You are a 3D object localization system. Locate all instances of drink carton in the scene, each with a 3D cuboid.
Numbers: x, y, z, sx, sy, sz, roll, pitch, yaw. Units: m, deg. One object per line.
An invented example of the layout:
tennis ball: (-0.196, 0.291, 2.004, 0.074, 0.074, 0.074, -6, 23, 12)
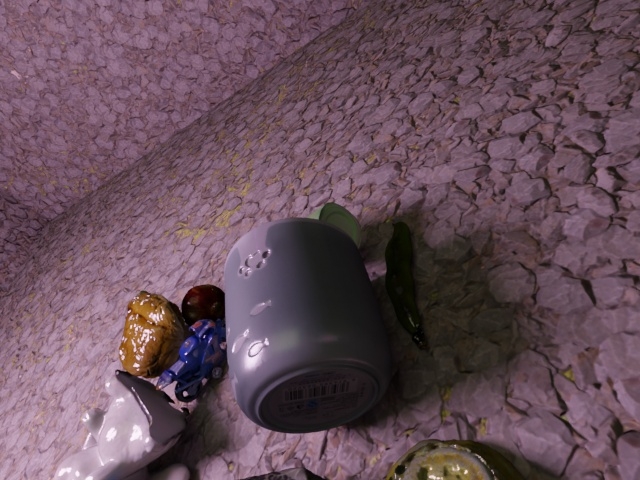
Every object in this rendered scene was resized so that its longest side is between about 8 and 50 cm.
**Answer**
drink carton: (0.000, 0.000, 0.850, 0.142, 0.146, 0.144, -33, 32, 45)

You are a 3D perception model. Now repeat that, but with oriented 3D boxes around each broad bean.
broad bean: (0.151, 0.068, 0.771, 0.060, 0.043, 0.297, -13, 46, 17)

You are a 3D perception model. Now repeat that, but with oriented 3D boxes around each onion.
onion: (-0.287, 0.163, 1.010, 0.118, 0.118, 0.117, -11, 43, 34)

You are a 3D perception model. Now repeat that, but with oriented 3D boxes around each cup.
cup: (-0.049, 0.180, 0.701, 0.357, 0.259, 0.274, -60, 28, 30)

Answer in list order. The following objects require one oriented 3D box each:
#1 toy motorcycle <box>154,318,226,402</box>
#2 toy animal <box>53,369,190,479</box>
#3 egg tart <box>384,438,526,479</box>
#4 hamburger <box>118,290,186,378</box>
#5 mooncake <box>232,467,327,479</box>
toy motorcycle: (-0.264, 0.249, 0.897, 0.076, 0.114, 0.205, 8, 59, 44)
toy animal: (-0.386, 0.417, 0.800, 0.289, 0.174, 0.249, -36, 50, 5)
egg tart: (0.152, 0.311, 0.485, 0.197, 0.078, 0.197, -18, 29, 10)
hamburger: (-0.400, 0.229, 0.968, 0.183, 0.130, 0.206, 14, 104, 37)
mooncake: (-0.096, 0.448, 0.542, 0.250, 0.136, 0.254, -18, 44, 23)
